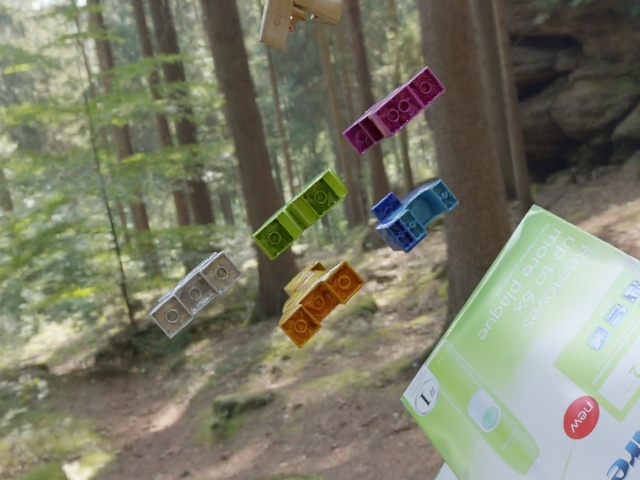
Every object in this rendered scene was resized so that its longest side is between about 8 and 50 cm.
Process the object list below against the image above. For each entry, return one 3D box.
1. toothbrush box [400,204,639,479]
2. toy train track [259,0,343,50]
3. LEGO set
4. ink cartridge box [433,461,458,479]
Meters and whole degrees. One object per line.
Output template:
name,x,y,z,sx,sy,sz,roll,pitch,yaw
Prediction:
toothbrush box,0.203,0.121,0.608,0.122,0.206,0.283,30,8,-23
toy train track,-0.031,-0.095,0.302,0.083,0.048,0.014,16,-16,-24
LEGO set,0.000,0.000,0.552,0.227,0.087,0.093,-42,8,-12
ink cartridge box,0.244,0.328,0.845,0.289,0.211,0.121,31,7,-2
